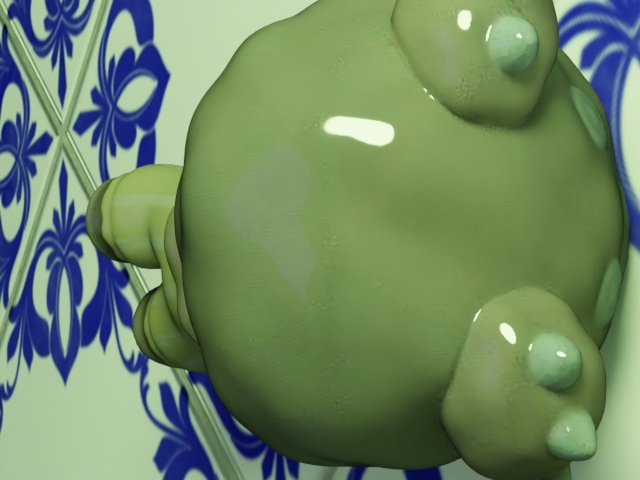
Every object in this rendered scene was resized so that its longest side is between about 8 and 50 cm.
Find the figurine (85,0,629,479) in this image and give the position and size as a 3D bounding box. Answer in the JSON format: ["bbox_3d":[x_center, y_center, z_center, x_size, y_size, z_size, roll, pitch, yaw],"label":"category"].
[{"bbox_3d":[0.000,0.000,0.860,0.380,0.203,0.248,-10,82,61],"label":"figurine"}]
